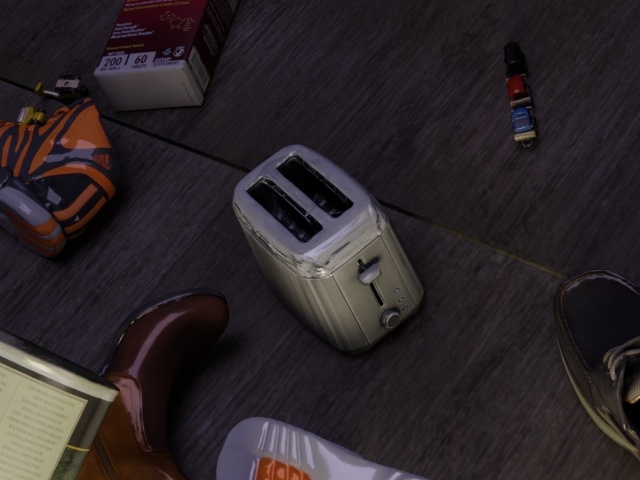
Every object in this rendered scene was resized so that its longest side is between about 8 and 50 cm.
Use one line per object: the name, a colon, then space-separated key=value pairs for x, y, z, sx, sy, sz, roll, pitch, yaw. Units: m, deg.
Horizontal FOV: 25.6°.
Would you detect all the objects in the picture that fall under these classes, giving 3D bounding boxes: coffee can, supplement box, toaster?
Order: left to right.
coffee can: x=-0.336 y=0.221 z=1.314 sx=0.201 sy=0.201 sz=0.275 roll=21 pitch=83 yaw=35
supplement box: x=-0.192 y=-0.280 z=1.834 sx=0.130 sy=0.073 sz=0.239 roll=-2 pitch=50 yaw=21
toaster: x=0.000 y=0.000 z=1.464 sx=0.129 sy=0.146 sz=0.227 roll=-36 pitch=47 yaw=-11

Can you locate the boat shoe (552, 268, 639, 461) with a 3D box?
boat shoe: x=0.312 y=0.136 z=1.230 sx=0.132 sy=0.130 sz=0.355 roll=-29 pitch=47 yaw=-3

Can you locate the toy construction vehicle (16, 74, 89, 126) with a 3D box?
toy construction vehicle: x=-0.340 y=-0.170 z=1.831 sx=0.098 sy=0.035 sz=0.086 roll=2 pitch=63 yaw=27

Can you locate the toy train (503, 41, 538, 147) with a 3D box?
toy train: x=0.224 y=-0.167 z=1.590 sx=0.027 sy=0.036 sz=0.158 roll=-12 pitch=48 yaw=12

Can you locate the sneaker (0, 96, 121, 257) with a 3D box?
sneaker: x=-0.366 y=-0.113 z=1.745 sx=0.321 sy=0.125 sz=0.180 roll=33 pitch=64 yaw=28

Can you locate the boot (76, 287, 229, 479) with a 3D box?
boot: x=-0.151 y=0.203 z=1.387 sx=0.264 sy=0.096 sz=0.280 roll=-33 pitch=48 yaw=-8

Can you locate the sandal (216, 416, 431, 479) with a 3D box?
sandal: x=0.024 y=0.245 z=1.296 sx=0.265 sy=0.076 sz=0.102 roll=16 pitch=76 yaw=26
